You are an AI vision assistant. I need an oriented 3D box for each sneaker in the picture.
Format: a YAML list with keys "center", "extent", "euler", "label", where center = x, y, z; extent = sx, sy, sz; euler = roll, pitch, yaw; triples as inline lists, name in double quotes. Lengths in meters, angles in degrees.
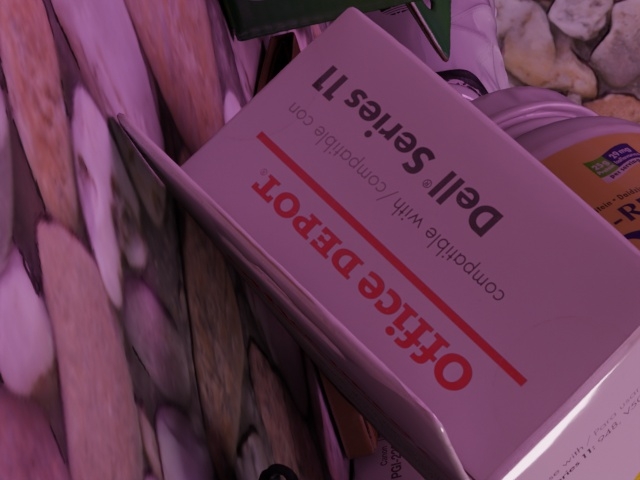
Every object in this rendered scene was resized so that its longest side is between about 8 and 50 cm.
- center: [0.114, -0.092, 1.545]
  extent: [0.366, 0.137, 0.210]
  euler: [54, 27, -60]
  label: "sneaker"

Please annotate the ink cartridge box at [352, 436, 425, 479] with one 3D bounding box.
- center: [0.088, 0.234, 1.093]
  extent: [0.158, 0.092, 0.218]
  euler: [-88, 161, -59]
  label: "ink cartridge box"

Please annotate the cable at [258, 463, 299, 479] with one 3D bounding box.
- center: [0.006, 0.193, 0.791]
  extent: [0.150, 0.047, 0.184]
  euler: [-92, 166, -50]
  label: "cable"

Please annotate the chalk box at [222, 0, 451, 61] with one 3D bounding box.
- center: [0.018, -0.235, 1.047]
  extent: [0.180, 0.179, 0.289]
  euler: [-86, 162, -55]
  label: "chalk box"

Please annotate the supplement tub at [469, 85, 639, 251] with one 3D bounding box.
- center: [0.195, 0.069, 1.192]
  extent: [0.331, 0.241, 0.241]
  euler: [45, -16, 42]
  label: "supplement tub"

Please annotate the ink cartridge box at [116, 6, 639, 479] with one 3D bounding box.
- center: [0.064, 0.036, 0.854]
  extent: [0.207, 0.119, 0.353]
  euler: [44, -5, 27]
  label: "ink cartridge box"

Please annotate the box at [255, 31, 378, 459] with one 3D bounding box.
- center: [0.000, 0.000, 1.103]
  extent: [0.164, 0.021, 0.201]
  euler: [-86, 160, -61]
  label: "box"
